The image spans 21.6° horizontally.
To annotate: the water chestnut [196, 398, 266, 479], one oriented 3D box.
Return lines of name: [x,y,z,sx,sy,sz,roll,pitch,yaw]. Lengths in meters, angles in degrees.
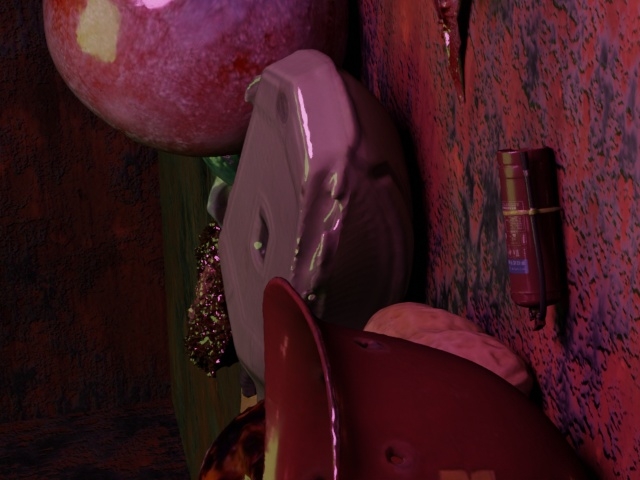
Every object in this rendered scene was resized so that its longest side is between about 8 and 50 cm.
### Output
water chestnut: [0.007,0.265,1.428,0.300,0.300,0.300,173,90,-79]

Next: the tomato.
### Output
tomato: [-0.122,-0.236,1.691,0.282,0.316,0.317,112,150,-50]

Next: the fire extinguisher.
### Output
fire extinguisher: [0.148,0.001,1.159,0.056,0.039,0.132,-113,17,-84]

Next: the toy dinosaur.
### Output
toy dinosaur: [0.096,-0.211,1.302,0.108,0.032,0.220,-136,38,-69]

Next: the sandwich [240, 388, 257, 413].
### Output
sandwich: [-0.002,0.231,1.724,0.245,0.063,0.212,-16,67,55]

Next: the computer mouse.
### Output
computer mouse: [0.003,0.001,1.594,0.429,0.145,0.228,105,149,-43]

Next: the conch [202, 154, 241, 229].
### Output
conch: [-0.072,-0.096,2.011,0.196,0.134,0.202,49,161,4]

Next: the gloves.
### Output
gloves: [-0.099,0.044,2.200,0.210,0.135,0.312,-48,25,49]

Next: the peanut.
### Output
peanut: [0.094,0.099,1.322,0.228,0.104,0.086,-147,49,-74]

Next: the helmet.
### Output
helmet: [0.082,0.218,1.137,0.337,0.230,0.385,119,150,-72]
